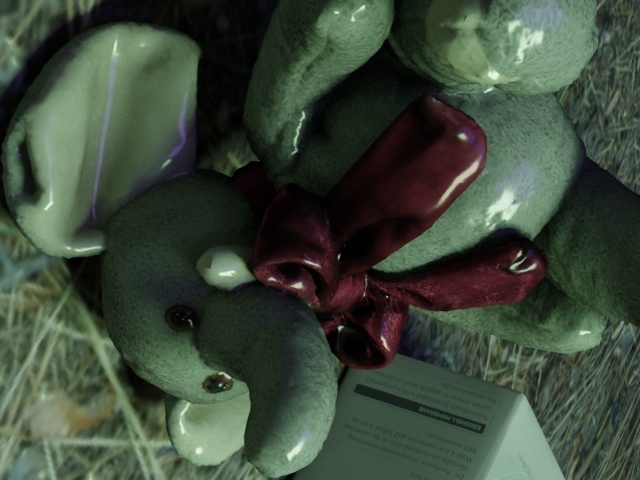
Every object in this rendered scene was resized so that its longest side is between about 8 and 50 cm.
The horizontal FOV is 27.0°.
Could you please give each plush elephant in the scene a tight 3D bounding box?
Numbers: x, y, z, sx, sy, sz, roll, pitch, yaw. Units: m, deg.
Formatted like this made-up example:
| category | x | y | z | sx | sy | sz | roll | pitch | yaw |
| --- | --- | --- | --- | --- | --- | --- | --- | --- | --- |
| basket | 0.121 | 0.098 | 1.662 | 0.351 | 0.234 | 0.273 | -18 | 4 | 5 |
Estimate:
| category | x | y | z | sx | sy | sz | roll | pitch | yaw |
| --- | --- | --- | --- | --- | --- | --- | --- | --- | --- |
| plush elephant | 0.000 | 0.000 | 0.655 | 0.255 | 0.330 | 0.272 | -45 | 128 | -7 |

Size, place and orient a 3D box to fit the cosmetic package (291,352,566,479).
| category | x | y | z | sx | sy | sz | roll | pitch | yaw |
| --- | --- | --- | --- | --- | --- | --- | --- | --- | --- |
| cosmetic package | 0.070 | 0.235 | 0.949 | 0.224 | 0.138 | 0.224 | -60 | 145 | -22 |
